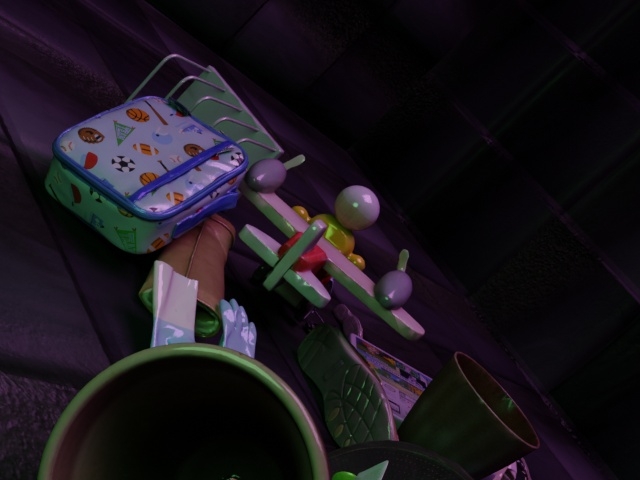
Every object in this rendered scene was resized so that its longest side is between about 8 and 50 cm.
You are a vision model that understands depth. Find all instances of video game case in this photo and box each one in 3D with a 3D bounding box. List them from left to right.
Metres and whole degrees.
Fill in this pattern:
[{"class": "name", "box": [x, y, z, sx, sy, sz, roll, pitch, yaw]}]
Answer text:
[{"class": "video game case", "box": [0.194, 0.336, 1.839, 0.329, 0.036, 0.300, 30, 15, -7]}]

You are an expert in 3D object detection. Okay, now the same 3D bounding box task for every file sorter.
[{"class": "file sorter", "box": [-0.260, -0.233, 1.934, 0.277, 0.193, 0.173, 51, 15, 19]}]

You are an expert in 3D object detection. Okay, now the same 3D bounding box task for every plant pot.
[{"class": "plant pot", "box": [-0.107, 0.244, 0.881, 0.263, 0.263, 0.229, 50, -4, 17]}, {"class": "plant pot", "box": [0.232, 0.356, 1.609, 0.215, 0.230, 0.215, 43, 13, -12]}]

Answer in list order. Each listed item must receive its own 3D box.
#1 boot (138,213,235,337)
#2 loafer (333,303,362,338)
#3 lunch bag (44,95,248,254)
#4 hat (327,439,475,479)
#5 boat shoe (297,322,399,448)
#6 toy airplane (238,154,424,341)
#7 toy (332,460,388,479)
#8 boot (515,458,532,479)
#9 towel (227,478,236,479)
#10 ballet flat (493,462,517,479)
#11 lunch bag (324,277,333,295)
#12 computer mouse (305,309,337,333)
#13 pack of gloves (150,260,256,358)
[{"class": "boot", "box": [-0.245, 0.015, 1.426, 0.236, 0.089, 0.269, 23, 28, -10]}, {"class": "loafer", "box": [0.071, 0.192, 2.034, 0.039, 0.045, 0.125, 45, 8, -40]}, {"class": "lunch bag", "box": [-0.261, -0.111, 1.426, 0.243, 0.114, 0.303, 34, 38, 13]}, {"class": "hat", "box": [0.063, 0.391, 1.025, 0.331, 0.332, 0.133, -114, -163, -56]}, {"class": "boat shoe", "box": [0.069, 0.276, 1.589, 0.116, 0.123, 0.324, 39, 16, -40]}, {"class": "toy airplane", "box": [0.000, 0.000, 1.652, 0.386, 0.272, 0.384, 48, -7, -38]}, {"class": "toy", "box": [-0.006, 0.335, 0.923, 0.056, 0.137, 0.237, 50, 36, -10]}, {"class": "boot", "box": [0.391, 0.510, 1.995, 0.179, 0.085, 0.236, 33, 18, -39]}, {"class": "towel", "box": [-0.108, 0.299, 1.177, 0.060, 0.009, 0.083, 49, 13, 15]}, {"class": "ballet flat", "box": [0.354, 0.484, 1.836, 0.086, 0.086, 0.248, 48, 39, 6]}, {"class": "lunch bag", "box": [-0.008, 0.097, 1.973, 0.053, 0.083, 0.071, 38, 14, -32]}, {"class": "computer mouse", "box": [-0.042, 0.125, 1.879, 0.193, 0.042, 0.106, 56, 19, 17]}, {"class": "pack of gloves", "box": [-0.147, 0.153, 1.245, 0.195, 0.046, 0.232, 30, 42, -39]}]
